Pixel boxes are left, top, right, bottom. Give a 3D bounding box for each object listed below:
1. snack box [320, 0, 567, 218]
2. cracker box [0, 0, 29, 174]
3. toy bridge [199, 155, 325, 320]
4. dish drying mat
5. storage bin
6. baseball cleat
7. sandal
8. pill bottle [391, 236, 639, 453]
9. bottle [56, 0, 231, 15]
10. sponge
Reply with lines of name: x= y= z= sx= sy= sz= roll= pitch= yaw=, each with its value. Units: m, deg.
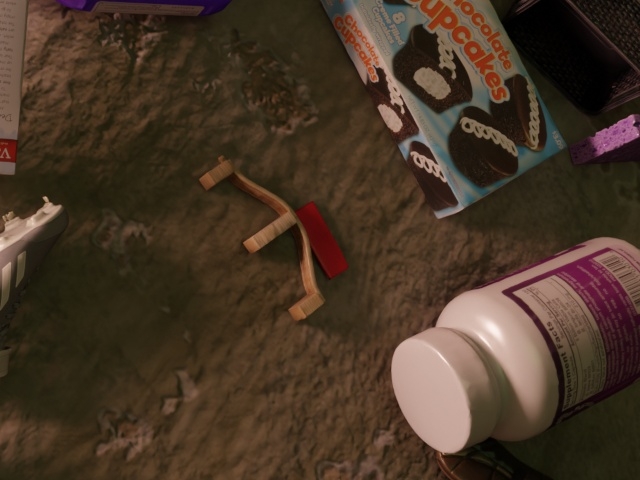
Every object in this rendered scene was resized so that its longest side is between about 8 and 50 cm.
snack box: x=0.141 y=-0.209 z=1.219 sx=0.187 sy=0.060 sz=0.322 roll=-29 pitch=91 yaw=-30
cracker box: x=-0.343 y=-0.179 z=0.909 sx=0.155 sy=0.067 sz=0.232 roll=3 pitch=100 yaw=-27
toy bridge: x=-0.052 y=-0.010 z=1.088 sx=0.063 sy=0.026 sz=0.188 roll=-36 pitch=95 yaw=-32
dish drying mat: x=0.000 y=0.000 z=1.123 sx=0.032 sy=0.008 sz=0.083 roll=-30 pitch=91 yaw=-31
storage bin: x=0.331 y=-0.257 z=1.294 sx=0.180 sy=0.122 sz=0.084 roll=41 pitch=63 yaw=-12
baseball cleat: x=-0.294 y=0.057 z=0.932 sx=0.206 sy=0.072 sz=0.109 roll=-42 pitch=111 yaw=-25
sandal: x=0.210 y=0.291 z=1.134 sx=0.219 sy=0.060 sz=0.090 roll=37 pitch=56 yaw=1
pill bottle: x=0.231 y=0.116 z=1.121 sx=0.301 sy=0.169 sz=0.169 roll=-19 pitch=87 yaw=-29
bottle: x=-0.223 y=-0.288 z=1.032 sx=0.282 sy=0.092 sz=0.118 roll=-5 pitch=81 yaw=-28
sponge: x=0.435 y=-0.132 z=1.320 sx=0.210 sy=0.117 sz=0.031 roll=-7 pitch=78 yaw=-29
